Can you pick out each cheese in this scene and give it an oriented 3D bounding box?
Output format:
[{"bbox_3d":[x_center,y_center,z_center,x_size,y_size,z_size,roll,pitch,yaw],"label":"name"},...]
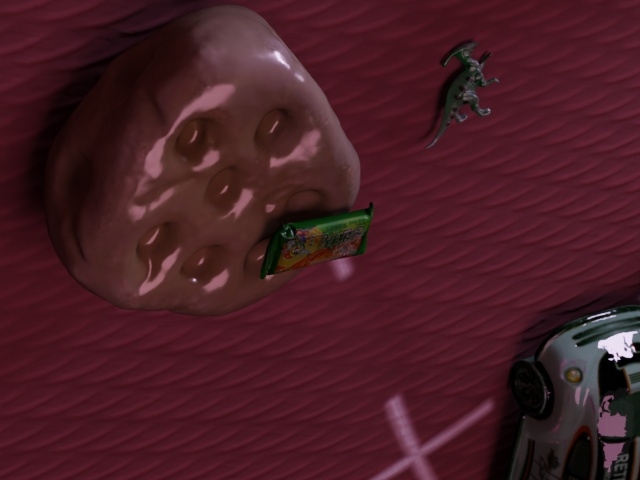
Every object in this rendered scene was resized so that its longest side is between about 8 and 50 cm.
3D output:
[{"bbox_3d":[-0.085,-0.047,1.343,0.218,0.117,0.235,-22,135,-22],"label":"cheese"}]

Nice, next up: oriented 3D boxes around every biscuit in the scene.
[{"bbox_3d":[0.000,0.000,1.353,0.089,0.016,0.046,-12,138,-31],"label":"biscuit"}]

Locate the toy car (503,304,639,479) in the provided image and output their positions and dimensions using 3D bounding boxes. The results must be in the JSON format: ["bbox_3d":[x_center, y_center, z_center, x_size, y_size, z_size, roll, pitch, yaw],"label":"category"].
[{"bbox_3d":[0.244,0.205,1.799,0.136,0.125,0.306,-13,127,-30],"label":"toy car"}]

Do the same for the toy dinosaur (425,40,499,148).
[{"bbox_3d":[0.103,-0.112,1.511,0.083,0.021,0.062,-42,131,-9],"label":"toy dinosaur"}]
